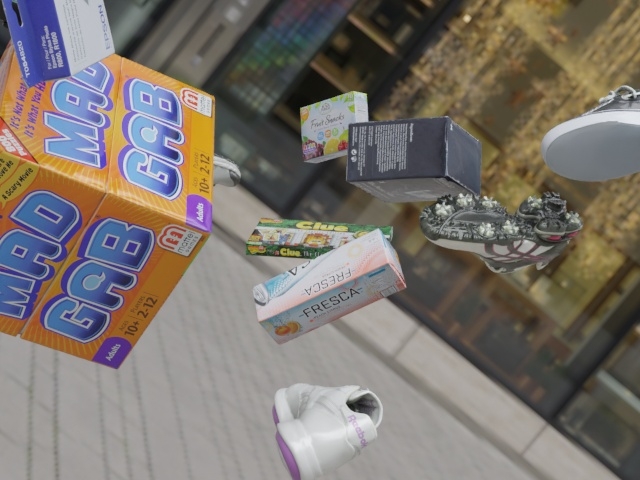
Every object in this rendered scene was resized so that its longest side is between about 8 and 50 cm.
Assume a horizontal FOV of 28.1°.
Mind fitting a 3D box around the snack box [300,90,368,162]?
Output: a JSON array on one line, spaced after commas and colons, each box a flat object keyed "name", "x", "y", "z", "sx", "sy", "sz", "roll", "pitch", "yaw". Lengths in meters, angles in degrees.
[{"name": "snack box", "x": 0.025, "y": -0.199, "z": 2.265, "sx": 0.037, "sy": 0.100, "sz": 0.141, "roll": 6, "pitch": -13, "yaw": -43}]

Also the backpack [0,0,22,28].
[{"name": "backpack", "x": -0.460, "y": -0.429, "z": 1.894, "sx": 0.166, "sy": 0.188, "sz": 0.144, "roll": 15, "pitch": -28, "yaw": -10}]

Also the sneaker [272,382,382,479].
[{"name": "sneaker", "x": 0.014, "y": 0.258, "z": 1.785, "sx": 0.305, "sy": 0.152, "sz": 0.114, "roll": -125, "pitch": -169, "yaw": -82}]

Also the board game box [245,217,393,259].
[{"name": "board game box", "x": 0.000, "y": 0.000, "z": 2.407, "sx": 0.260, "sy": 0.030, "sz": 0.136, "roll": 4, "pitch": 20, "yaw": 8}]

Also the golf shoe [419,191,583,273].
[{"name": "golf shoe", "x": 0.257, "y": 0.001, "z": 1.871, "sx": 0.273, "sy": 0.120, "sz": 0.105, "roll": 0, "pitch": 40, "yaw": -29}]

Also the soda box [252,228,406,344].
[{"name": "soda box", "x": 0.010, "y": 0.058, "z": 1.585, "sx": 0.058, "sy": 0.183, "sz": 0.063, "roll": 53, "pitch": 17, "yaw": -44}]

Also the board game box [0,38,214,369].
[{"name": "board game box", "x": -0.411, "y": -0.074, "z": 2.111, "sx": 0.356, "sy": 0.356, "sz": 0.356, "roll": 22, "pitch": 37, "yaw": -21}]

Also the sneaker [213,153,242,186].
[{"name": "sneaker", "x": -0.262, "y": -0.126, "z": 2.452, "sx": 0.100, "sy": 0.108, "sz": 0.271, "roll": 7, "pitch": -1, "yaw": 41}]

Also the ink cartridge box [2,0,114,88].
[{"name": "ink cartridge box", "x": -0.361, "y": -0.336, "z": 1.739, "sx": 0.224, "sy": 0.045, "sz": 0.223, "roll": -56, "pitch": 138, "yaw": -65}]

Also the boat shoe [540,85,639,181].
[{"name": "boat shoe", "x": 0.452, "y": -0.172, "z": 1.850, "sx": 0.105, "sy": 0.306, "sz": 0.113, "roll": -113, "pitch": -169, "yaw": -45}]

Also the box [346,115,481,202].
[{"name": "box", "x": 0.140, "y": -0.117, "z": 1.890, "sx": 0.158, "sy": 0.093, "sz": 0.156, "roll": -2, "pitch": -11, "yaw": 26}]
